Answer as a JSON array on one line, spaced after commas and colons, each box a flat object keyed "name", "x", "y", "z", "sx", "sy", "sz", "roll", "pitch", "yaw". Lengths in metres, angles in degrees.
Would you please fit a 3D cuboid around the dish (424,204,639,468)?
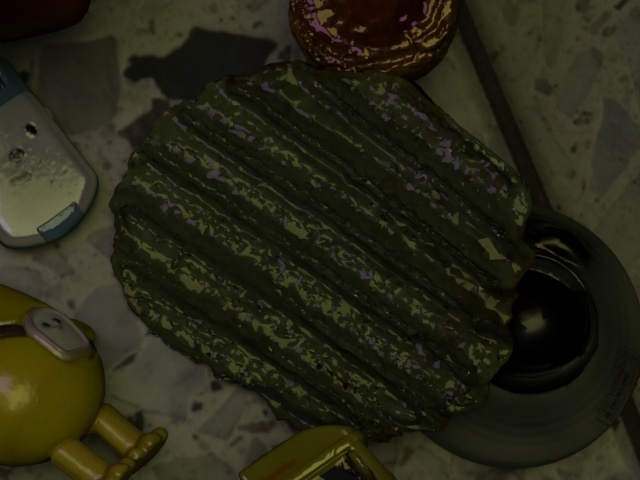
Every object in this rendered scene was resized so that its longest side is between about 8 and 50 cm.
[{"name": "dish", "x": 0.200, "y": 0.083, "z": 1.616, "sx": 0.273, "sy": 0.134, "sz": 0.273, "roll": 1, "pitch": 77, "yaw": -6}]

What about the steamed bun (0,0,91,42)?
[{"name": "steamed bun", "x": -0.348, "y": -0.350, "z": 1.585, "sx": 0.235, "sy": 0.248, "sz": 0.379, "roll": -11, "pitch": 69, "yaw": -11}]

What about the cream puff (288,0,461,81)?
[{"name": "cream puff", "x": 0.064, "y": -0.235, "z": 1.653, "sx": 0.183, "sy": 0.169, "sz": 0.183, "roll": -1, "pitch": 84, "yaw": 10}]

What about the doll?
[{"name": "doll", "x": -0.313, "y": 0.111, "z": 1.564, "sx": 0.363, "sy": 0.145, "sz": 0.199, "roll": 37, "pitch": 37, "yaw": 11}]

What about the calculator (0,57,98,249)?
[{"name": "calculator", "x": -0.317, "y": -0.089, "z": 1.641, "sx": 0.121, "sy": 0.039, "sz": 0.210, "roll": -36, "pitch": 84, "yaw": -13}]

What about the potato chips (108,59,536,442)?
[{"name": "potato chips", "x": 0.000, "y": 0.000, "z": 1.575, "sx": 0.429, "sy": 0.070, "sz": 0.358, "roll": 33, "pitch": 108, "yaw": 13}]

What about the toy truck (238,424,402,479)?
[{"name": "toy truck", "x": -0.086, "y": 0.336, "z": 1.512, "sx": 0.405, "sy": 0.181, "sz": 0.254, "roll": -33, "pitch": 76, "yaw": -8}]
